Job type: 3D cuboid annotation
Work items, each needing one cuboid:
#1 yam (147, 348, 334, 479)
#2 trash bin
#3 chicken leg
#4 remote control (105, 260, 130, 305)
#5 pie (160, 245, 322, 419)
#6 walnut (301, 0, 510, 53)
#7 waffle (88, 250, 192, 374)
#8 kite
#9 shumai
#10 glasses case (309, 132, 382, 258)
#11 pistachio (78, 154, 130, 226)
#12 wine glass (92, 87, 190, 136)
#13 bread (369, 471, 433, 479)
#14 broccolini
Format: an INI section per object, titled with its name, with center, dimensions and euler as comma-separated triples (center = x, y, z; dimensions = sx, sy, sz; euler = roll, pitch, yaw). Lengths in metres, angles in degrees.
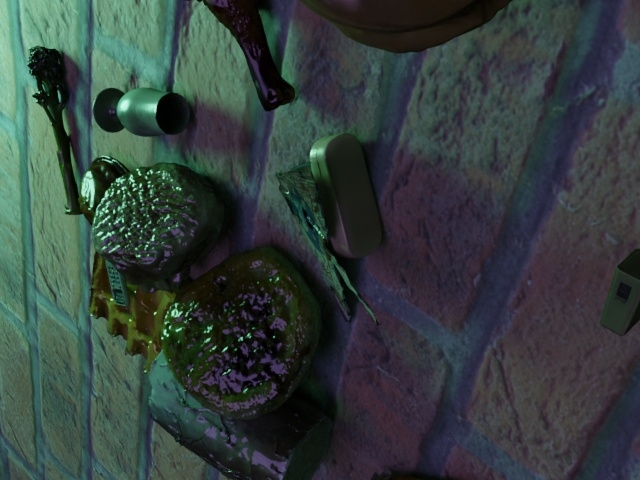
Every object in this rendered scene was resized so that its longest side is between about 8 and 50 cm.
[yam]
center = -0.150, 0.336, 1.657
dimensions = 0.348, 0.241, 0.241
euler = 30, 131, 27
[trash bin]
center = 0.388, 0.067, 1.075
dimensions = 0.043, 0.061, 0.092
euler = 30, 133, 31
[chicken leg]
center = -0.164, -0.388, 1.361
dimensions = 0.407, 0.096, 0.158
euler = 54, 143, 5
[remote control]
center = -0.434, 0.080, 1.841
dimensions = 0.053, 0.018, 0.124
euler = 7, 111, 43
[pie]
center = -0.143, 0.167, 1.542
dimensions = 0.323, 0.070, 0.323
euler = -7, 74, 24
[walnut]
center = 0.083, -0.393, 0.936
dimensions = 0.383, 0.383, 0.383
euler = 23, 127, 35
[waffle]
center = -0.377, 0.143, 1.882
dimensions = 0.348, 0.077, 0.304
euler = 40, 134, 24
[kite]
center = -0.001, 0.000, 1.368
dimensions = 0.368, 0.014, 0.406
euler = 55, 167, 39
[shumai]
center = -0.281, -0.024, 1.659
dimensions = 0.261, 0.222, 0.225
euler = -23, 65, 20
[glasses case]
center = 0.041, -0.068, 1.334
dimensions = 0.050, 0.083, 0.196
euler = 3, 112, 46
[pistachio]
center = -0.436, -0.084, 1.776
dimensions = 0.165, 0.130, 0.210
euler = -46, 58, 27
[wine glass]
center = -0.335, -0.241, 1.614
dimensions = 0.202, 0.093, 0.093
euler = 12, 119, 41
[bread]
center = 0.180, 0.484, 1.482
dimensions = 0.241, 0.107, 0.136
euler = -8, 103, 47
[broccolini]
center = -0.578, -0.227, 1.878
dimensions = 0.079, 0.074, 0.392
euler = 21, 124, 45
